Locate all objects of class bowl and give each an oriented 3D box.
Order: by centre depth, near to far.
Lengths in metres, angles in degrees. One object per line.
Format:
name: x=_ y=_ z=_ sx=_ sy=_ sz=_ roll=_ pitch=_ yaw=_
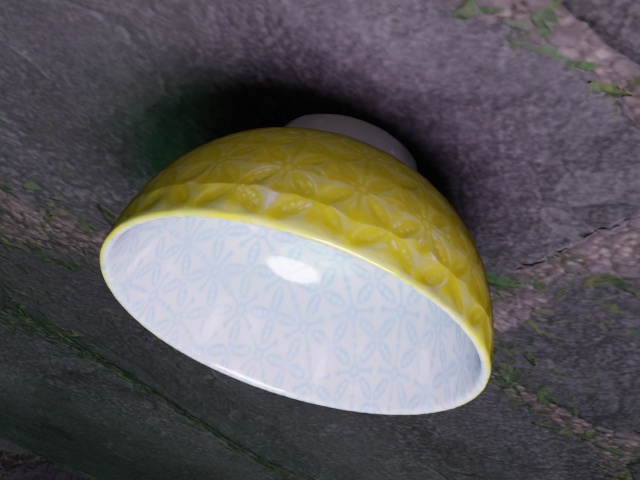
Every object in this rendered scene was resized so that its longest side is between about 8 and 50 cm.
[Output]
bowl: x=0.000 y=0.000 z=0.730 sx=0.289 sy=0.156 sz=0.289 roll=15 pitch=152 yaw=8
